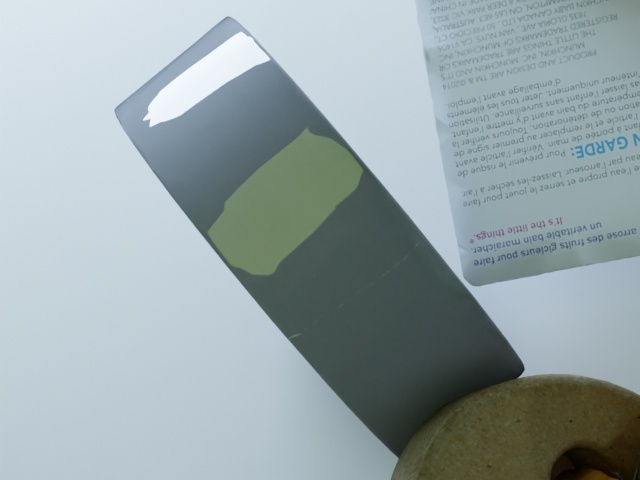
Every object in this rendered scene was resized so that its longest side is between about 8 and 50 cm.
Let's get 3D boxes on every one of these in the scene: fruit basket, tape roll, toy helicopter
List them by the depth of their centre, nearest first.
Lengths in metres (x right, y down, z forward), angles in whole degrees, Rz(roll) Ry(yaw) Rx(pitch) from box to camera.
[{"bbox_3d":[0.108,0.233,0.617,0.235,0.140,0.355,-9,84,-29],"label":"toy helicopter"},{"bbox_3d":[0.000,0.000,0.714,0.072,0.219,0.219,-40,64,0],"label":"tape roll"},{"bbox_3d":[0.204,-0.175,0.774,0.327,0.165,0.353,-12,83,14],"label":"fruit basket"}]
